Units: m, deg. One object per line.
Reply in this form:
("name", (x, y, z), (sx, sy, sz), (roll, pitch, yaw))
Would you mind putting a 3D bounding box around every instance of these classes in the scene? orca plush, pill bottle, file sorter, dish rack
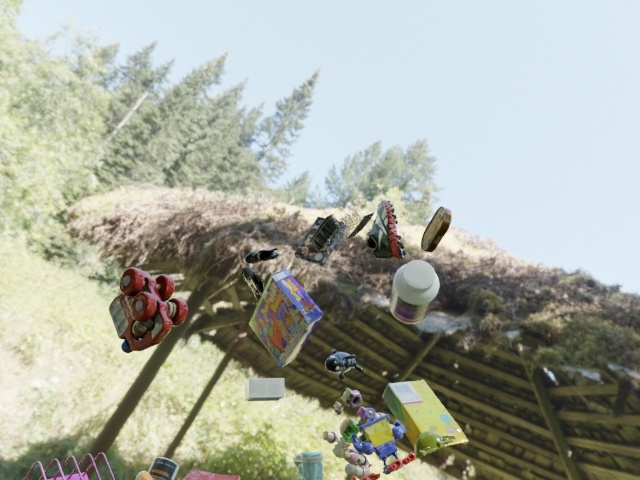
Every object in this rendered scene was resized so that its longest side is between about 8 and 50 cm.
("orca plush", (0.140, 0.610, 2.206), (0.102, 0.151, 0.287), (-30, -42, 25))
("pill bottle", (-0.777, 1.168, 2.090), (0.130, 0.246, 0.130), (8, -46, 9))
("file sorter", (-1.025, 1.005, 1.807), (0.202, 0.182, 0.290), (43, 10, 34))
("dish rack", (0.100, -0.055, 1.899), (0.074, 0.271, 0.208), (56, -37, 15))
("pill bottle", (0.385, 0.210, 1.832), (0.181, 0.181, 0.323), (25, -26, 16))

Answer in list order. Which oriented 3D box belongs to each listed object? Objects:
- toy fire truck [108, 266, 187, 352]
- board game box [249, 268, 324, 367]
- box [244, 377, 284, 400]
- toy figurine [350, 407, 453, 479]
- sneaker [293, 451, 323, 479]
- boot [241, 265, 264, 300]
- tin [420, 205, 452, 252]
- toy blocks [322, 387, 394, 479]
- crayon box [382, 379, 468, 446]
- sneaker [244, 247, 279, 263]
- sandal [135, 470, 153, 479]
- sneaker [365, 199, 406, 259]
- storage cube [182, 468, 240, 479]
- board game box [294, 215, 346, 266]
("toy fire truck", (-0.634, 0.259, 1.577), (0.169, 0.254, 0.302), (24, 20, -53))
("board game box", (-0.144, 0.309, 1.732), (0.233, 0.078, 0.347), (48, -44, 21))
("box", (-0.271, 0.719, 2.141), (0.170, 0.091, 0.130), (6, -28, -19))
("toy figurine", (0.239, 0.668, 1.532), (0.191, 0.362, 0.217), (90, -24, -58))
("sneaker", (-0.056, 1.060, 1.973), (0.127, 0.208, 0.319), (0, -29, -5))
("boot", (-0.389, 0.232, 2.633), (0.263, 0.091, 0.229), (56, -17, 16))
("tin", (0.416, -0.038, 1.599), (0.040, 0.106, 0.190), (13, -47, -10))
("toy blocks", (0.211, 0.921, 2.093), (0.260, 0.289, 0.309), (34, -3, -33))
("crayon box", (0.417, 0.716, 1.800), (0.202, 0.081, 0.318), (5, 27, -28))
("sneaker", (-0.238, 0.061, 1.789), (0.170, 0.051, 0.089), (-9, -6, 12))
("sandal", (-0.678, 1.071, 1.822), (0.265, 0.076, 0.102), (58, 23, 16))
("sneaker", (0.228, -0.039, 1.653), (0.135, 0.276, 0.098), (-14, -40, 13))
("storage cube", (-0.388, 0.904, 1.481), (0.183, 0.215, 0.193), (6, -8, 3))
("board game box", (0.000, 0.000, 2.182), (0.165, 0.243, 0.042), (15, -28, 33))
